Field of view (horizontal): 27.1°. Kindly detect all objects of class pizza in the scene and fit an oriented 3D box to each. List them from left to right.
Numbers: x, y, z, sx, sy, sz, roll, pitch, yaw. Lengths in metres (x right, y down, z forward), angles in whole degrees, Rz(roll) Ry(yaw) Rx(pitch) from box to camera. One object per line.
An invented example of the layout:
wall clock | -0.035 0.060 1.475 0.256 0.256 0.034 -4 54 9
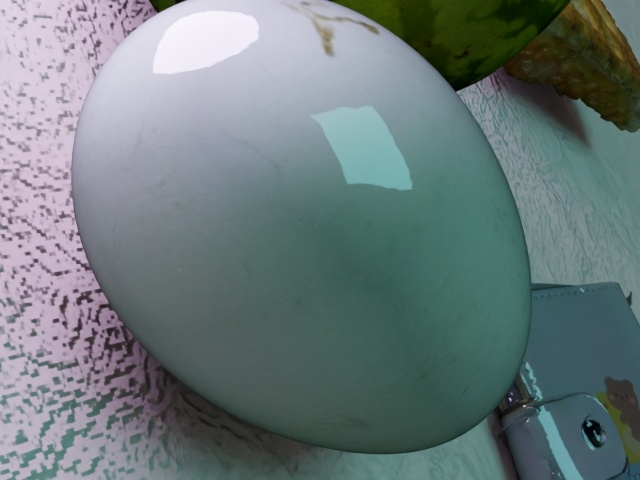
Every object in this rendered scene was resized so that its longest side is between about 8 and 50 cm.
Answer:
pizza | 0.182 -0.234 1.179 0.268 0.087 0.257 21 44 -49

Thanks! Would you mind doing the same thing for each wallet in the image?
wallet | 0.188 0.140 0.895 0.170 0.069 0.231 -4 64 -38

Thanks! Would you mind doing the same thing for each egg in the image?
egg | 0.000 0.000 0.617 0.264 0.183 0.182 46 33 -33

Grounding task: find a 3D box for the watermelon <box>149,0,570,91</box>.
watermelon | 0.019 -0.209 0.727 0.285 0.285 0.285 36 39 -36
